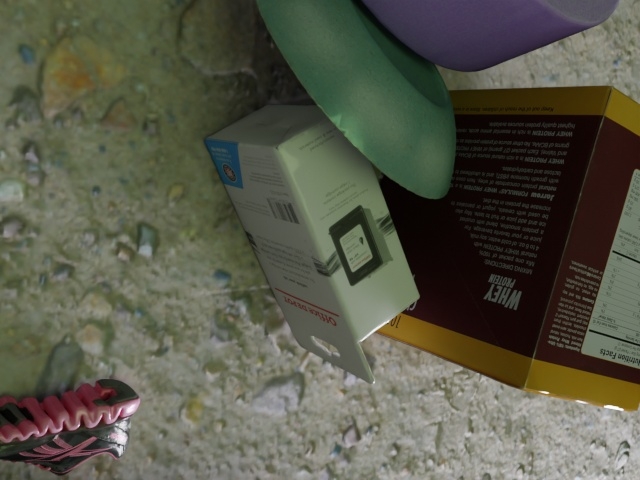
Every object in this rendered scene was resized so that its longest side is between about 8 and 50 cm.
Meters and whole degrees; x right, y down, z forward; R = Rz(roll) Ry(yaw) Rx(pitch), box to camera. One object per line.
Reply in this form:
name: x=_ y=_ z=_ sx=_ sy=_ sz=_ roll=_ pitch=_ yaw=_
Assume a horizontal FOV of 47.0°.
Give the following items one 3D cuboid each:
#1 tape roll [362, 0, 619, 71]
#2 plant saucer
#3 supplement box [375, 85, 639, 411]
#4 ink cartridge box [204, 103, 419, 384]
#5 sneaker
tape roll: x=0.097 y=-0.255 z=0.477 sx=0.275 sy=0.090 sz=0.274 roll=16 pitch=68 yaw=-43
plant saucer: x=0.037 y=-0.116 z=0.472 sx=0.037 sy=0.194 sz=0.195 roll=-36 pitch=128 yaw=27
supplement box: x=0.144 y=0.000 z=0.552 sx=0.129 sy=0.191 sz=0.194 roll=18 pitch=88 yaw=-35
ink cartridge box: x=0.000 y=0.000 z=0.507 sx=0.060 sy=0.104 sz=0.180 roll=-34 pitch=117 yaw=-24
sneaker: x=-0.171 y=0.125 z=0.455 sx=0.119 sy=0.047 sz=0.057 roll=-3 pitch=112 yaw=-33
